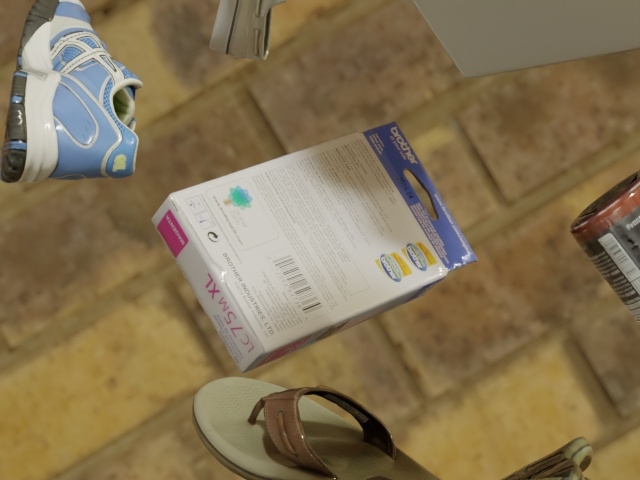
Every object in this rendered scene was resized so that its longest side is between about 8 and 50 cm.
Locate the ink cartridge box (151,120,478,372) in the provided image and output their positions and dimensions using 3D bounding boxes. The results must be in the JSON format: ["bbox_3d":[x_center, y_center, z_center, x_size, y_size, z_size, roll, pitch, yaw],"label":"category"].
[{"bbox_3d":[0.000,0.000,1.942,0.311,0.186,0.065,-22,-15,-37],"label":"ink cartridge box"}]

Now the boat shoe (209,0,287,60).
[{"bbox_3d":[-0.072,-0.330,2.408,0.096,0.088,0.267,-75,4,-48],"label":"boat shoe"}]

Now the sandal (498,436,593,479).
[{"bbox_3d":[0.254,0.289,2.116,0.120,0.086,0.303,-29,-2,11],"label":"sandal"}]

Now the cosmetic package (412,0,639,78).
[{"bbox_3d":[0.103,-0.246,0.995,0.138,0.224,0.225,-7,51,31],"label":"cosmetic package"}]

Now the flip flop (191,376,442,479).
[{"bbox_3d":[0.007,0.165,1.562,0.112,0.080,0.277,-22,33,-36],"label":"flip flop"}]

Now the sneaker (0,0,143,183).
[{"bbox_3d":[-0.157,-0.092,1.219,0.211,0.081,0.080,-97,18,-57],"label":"sneaker"}]

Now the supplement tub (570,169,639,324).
[{"bbox_3d":[0.330,0.035,1.788,0.106,0.198,0.106,-38,2,2],"label":"supplement tub"}]
